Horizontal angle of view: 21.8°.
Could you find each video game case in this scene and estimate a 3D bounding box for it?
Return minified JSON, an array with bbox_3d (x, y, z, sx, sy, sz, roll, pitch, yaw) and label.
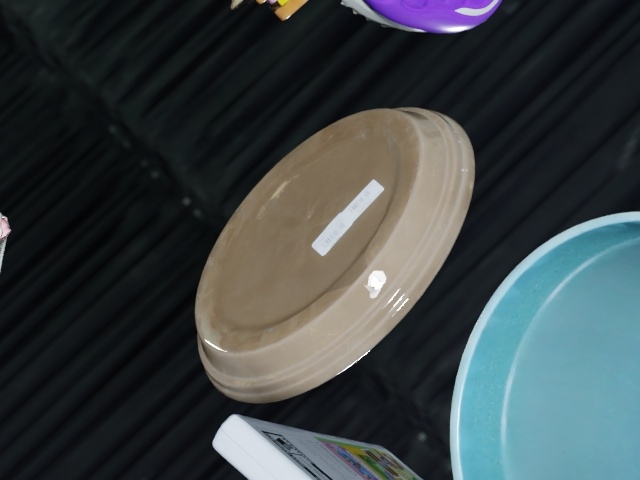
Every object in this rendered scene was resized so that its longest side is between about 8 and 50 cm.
[{"bbox_3d":[0.064,0.167,0.841,0.212,0.023,0.193,38,-174,27],"label":"video game case"}]

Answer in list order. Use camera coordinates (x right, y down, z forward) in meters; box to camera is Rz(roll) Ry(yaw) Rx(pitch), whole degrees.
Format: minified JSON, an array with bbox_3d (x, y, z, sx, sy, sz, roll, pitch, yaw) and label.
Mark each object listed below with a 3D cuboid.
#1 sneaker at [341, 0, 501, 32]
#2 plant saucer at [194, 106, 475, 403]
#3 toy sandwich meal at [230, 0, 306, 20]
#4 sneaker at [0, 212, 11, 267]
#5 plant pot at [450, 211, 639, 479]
[{"bbox_3d":[0.056,-0.195,0.883,0.146,0.102,0.293,17,163,37],"label":"sneaker"},{"bbox_3d":[0.000,0.000,1.285,0.041,0.278,0.278,42,177,-28],"label":"plant saucer"},{"bbox_3d":[-0.011,-0.137,0.843,0.029,0.085,0.085,49,174,-5],"label":"toy sandwich meal"},{"bbox_3d":[-0.263,-0.030,1.222,0.051,0.070,0.134,-67,-26,-81],"label":"sneaker"},{"bbox_3d":[0.267,0.129,1.084,0.255,0.272,0.271,8,-153,-48],"label":"plant pot"}]
